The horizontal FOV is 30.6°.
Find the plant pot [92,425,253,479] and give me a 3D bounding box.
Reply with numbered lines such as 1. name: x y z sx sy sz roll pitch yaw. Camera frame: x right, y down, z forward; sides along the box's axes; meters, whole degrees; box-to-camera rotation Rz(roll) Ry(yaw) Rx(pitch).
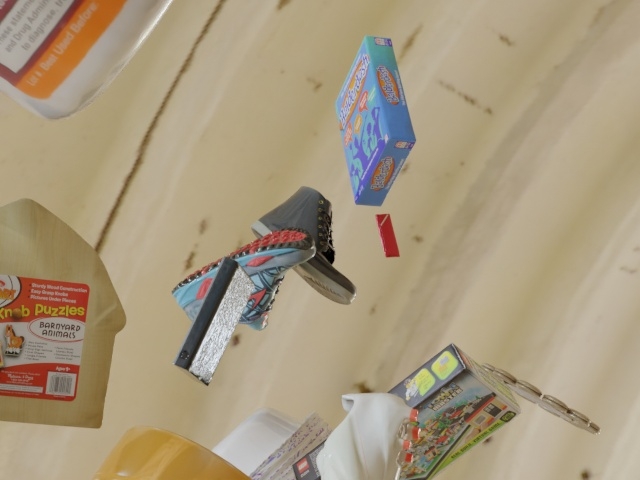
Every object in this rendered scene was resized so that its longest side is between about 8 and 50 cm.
1. plant pot: -0.142 0.297 1.009 0.205 0.205 0.188 48 -121 -18

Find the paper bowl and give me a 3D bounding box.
1. paper bowl: -0.099 0.344 1.621 0.148 0.284 0.284 48 -138 5

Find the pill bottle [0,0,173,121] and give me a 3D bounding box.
1. pill bottle: -0.271 -0.273 0.752 0.392 0.224 0.224 35 -131 -22

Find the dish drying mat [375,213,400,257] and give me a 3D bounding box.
1. dish drying mat: 0.122 -0.009 2.123 0.032 0.008 0.083 -2 -110 -32

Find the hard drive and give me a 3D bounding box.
1. hard drive: -0.120 0.094 1.340 0.135 0.022 0.094 -65 -17 -13

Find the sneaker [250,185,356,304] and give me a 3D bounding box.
1. sneaker: 0.000 0.000 1.811 0.118 0.222 0.083 -44 -32 -10

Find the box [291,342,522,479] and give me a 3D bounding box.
1. box: 0.085 0.196 1.155 0.114 0.207 0.036 38 -162 -40

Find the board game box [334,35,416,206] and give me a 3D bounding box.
1. board game box: 0.081 -0.183 1.792 0.047 0.160 0.210 3 -127 -18

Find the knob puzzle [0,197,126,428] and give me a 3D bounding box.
1. knob puzzle: -0.266 0.059 1.018 0.213 0.030 0.213 -1 -86 -14

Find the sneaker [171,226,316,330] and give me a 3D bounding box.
1. sneaker: -0.096 0.069 1.766 0.125 0.262 0.104 60 -146 -7

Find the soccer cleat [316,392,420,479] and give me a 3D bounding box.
1. soccer cleat: 0.026 0.209 0.969 0.068 0.076 0.196 81 -156 -43

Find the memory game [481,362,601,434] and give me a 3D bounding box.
1. memory game: 0.297 0.214 1.587 0.186 0.186 0.012 34 -96 -30
